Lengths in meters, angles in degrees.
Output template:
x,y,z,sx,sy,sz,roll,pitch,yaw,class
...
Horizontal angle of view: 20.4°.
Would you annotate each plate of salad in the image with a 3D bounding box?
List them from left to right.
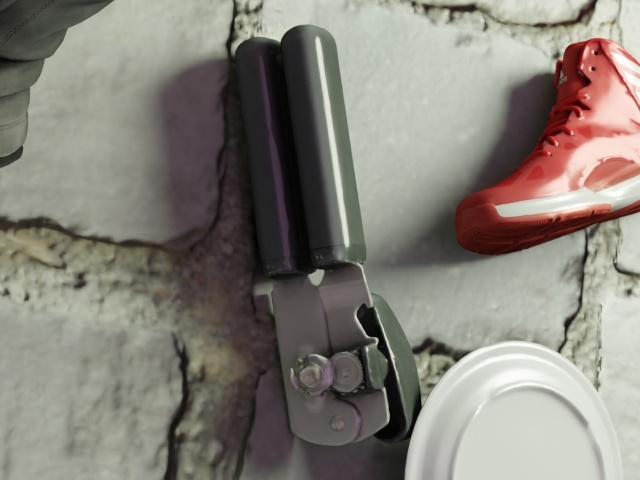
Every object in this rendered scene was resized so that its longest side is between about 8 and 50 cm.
x,y,z,sx,sy,sz,roll,pitch,yaw,class
0.129,0.168,1.216,0.200,0.048,0.199,4,84,-36,plate of salad

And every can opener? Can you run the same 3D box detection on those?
x,y,z,sx,sy,sz,roll,pitch,yaw,class
0.000,0.000,1.177,0.093,0.074,0.280,-6,85,-62,can opener

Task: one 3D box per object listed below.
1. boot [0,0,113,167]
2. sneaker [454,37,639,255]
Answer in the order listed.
x,y,z,sx,sy,sz,roll,pitch,yaw,class
-0.155,-0.146,1.062,0.338,0.118,0.222,6,119,-35,boot
0.165,-0.070,1.267,0.221,0.087,0.128,-13,79,-40,sneaker
